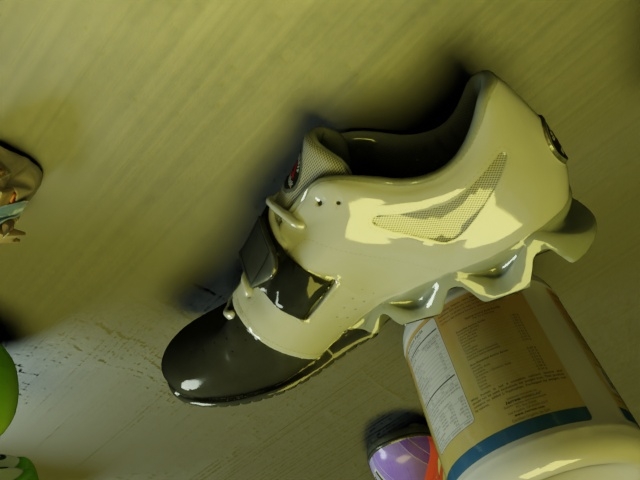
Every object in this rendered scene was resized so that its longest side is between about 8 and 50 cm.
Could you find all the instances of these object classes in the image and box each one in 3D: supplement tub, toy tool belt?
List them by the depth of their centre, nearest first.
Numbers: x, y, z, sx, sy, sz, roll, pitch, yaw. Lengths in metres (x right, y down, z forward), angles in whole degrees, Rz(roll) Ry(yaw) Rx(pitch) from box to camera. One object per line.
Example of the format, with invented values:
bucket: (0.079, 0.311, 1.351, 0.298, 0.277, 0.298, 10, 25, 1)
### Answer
toy tool belt: (-0.213, -0.017, 0.340, 0.052, 0.051, 0.083, 28, 122, -33)
supplement tub: (0.152, 0.115, 0.449, 0.144, 0.200, 0.144, -6, 134, -7)

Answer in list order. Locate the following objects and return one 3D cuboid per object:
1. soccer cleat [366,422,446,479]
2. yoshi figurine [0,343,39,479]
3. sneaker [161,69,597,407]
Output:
soccer cleat: (0.138, 0.356, 0.734, 0.108, 0.117, 0.318, -16, 135, 2)
yoshi figurine: (-0.376, 0.128, 0.360, 0.362, 0.204, 0.203, 15, 114, -33)
sneaker: (0.000, 0.000, 0.380, 0.330, 0.122, 0.146, -29, 115, 15)
